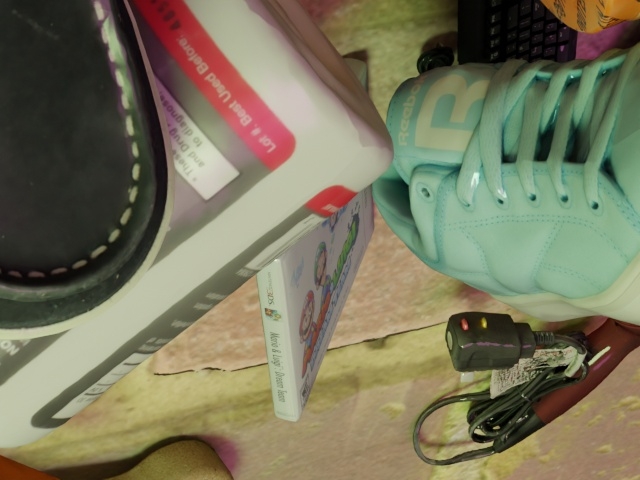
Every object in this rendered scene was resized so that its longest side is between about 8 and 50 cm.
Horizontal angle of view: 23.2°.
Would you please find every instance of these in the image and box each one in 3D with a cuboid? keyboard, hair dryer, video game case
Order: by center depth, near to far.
[{"bbox_3d":[0.000,0.000,0.887,0.019,0.157,0.143,12,140,14],"label":"video game case"},{"bbox_3d":[0.107,-0.102,0.928,0.108,0.023,0.180,-19,139,-12],"label":"keyboard"},{"bbox_3d":[0.207,0.065,1.146,0.294,0.080,0.223,-14,154,-9],"label":"hair dryer"}]

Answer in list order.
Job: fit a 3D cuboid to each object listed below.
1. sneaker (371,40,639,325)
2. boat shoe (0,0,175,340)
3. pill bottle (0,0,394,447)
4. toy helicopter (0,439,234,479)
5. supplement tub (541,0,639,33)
[{"bbox_3d":[0.108,-0.036,0.791,0.150,0.135,0.366,21,164,-8],"label":"sneaker"},{"bbox_3d":[-0.173,-0.156,0.486,0.187,0.156,0.500,-38,125,-23],"label":"boat shoe"},{"bbox_3d":[-0.137,-0.012,0.756,0.318,0.176,0.176,-38,140,9],"label":"pill bottle"},{"bbox_3d":[-0.208,0.187,0.996,0.355,0.140,0.235,-13,130,-35],"label":"toy helicopter"},{"bbox_3d":[0.242,-0.236,0.721,0.338,0.207,0.207,-26,140,-5],"label":"supplement tub"}]
